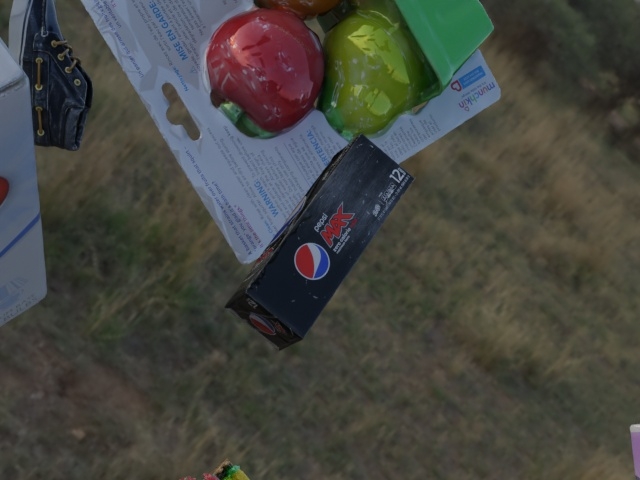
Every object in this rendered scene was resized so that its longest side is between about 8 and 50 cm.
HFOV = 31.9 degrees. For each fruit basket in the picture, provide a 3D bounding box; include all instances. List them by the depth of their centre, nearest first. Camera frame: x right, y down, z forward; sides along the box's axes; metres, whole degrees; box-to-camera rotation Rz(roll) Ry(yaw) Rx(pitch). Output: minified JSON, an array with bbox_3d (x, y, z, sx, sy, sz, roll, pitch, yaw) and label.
[{"bbox_3d":[-0.023,-0.200,1.115,0.327,0.353,0.165,58,-17,-7],"label":"fruit basket"}]

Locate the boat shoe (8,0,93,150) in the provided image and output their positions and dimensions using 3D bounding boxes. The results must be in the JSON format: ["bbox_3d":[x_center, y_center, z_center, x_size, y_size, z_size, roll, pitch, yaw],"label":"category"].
[{"bbox_3d":[-0.266,-0.182,1.126,0.083,0.183,0.065,11,13,0],"label":"boat shoe"}]

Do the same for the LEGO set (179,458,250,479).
[{"bbox_3d":[-0.142,0.203,0.799,0.287,0.107,0.132,-5,33,-37],"label":"LEGO set"}]

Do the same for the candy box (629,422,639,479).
[{"bbox_3d":[0.246,0.100,0.479,0.196,0.165,0.070,4,79,-56],"label":"candy box"}]

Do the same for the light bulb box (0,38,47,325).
[{"bbox_3d":[-0.380,-0.015,0.698,0.225,0.358,0.361,52,-21,10],"label":"light bulb box"}]

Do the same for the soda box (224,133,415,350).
[{"bbox_3d":[0.000,0.000,0.864,0.060,0.169,0.053,40,-27,-8],"label":"soda box"}]
